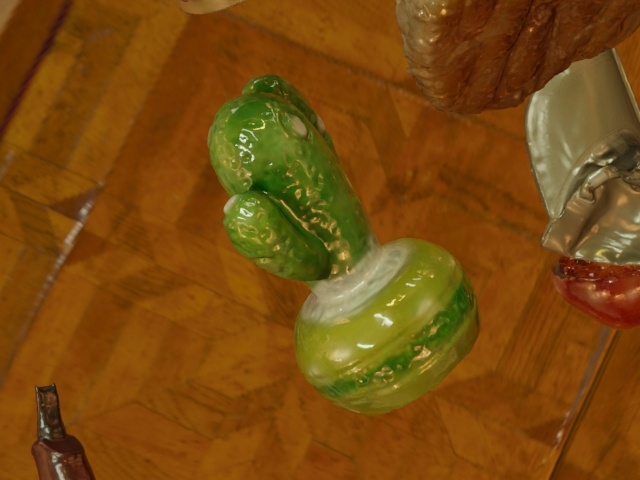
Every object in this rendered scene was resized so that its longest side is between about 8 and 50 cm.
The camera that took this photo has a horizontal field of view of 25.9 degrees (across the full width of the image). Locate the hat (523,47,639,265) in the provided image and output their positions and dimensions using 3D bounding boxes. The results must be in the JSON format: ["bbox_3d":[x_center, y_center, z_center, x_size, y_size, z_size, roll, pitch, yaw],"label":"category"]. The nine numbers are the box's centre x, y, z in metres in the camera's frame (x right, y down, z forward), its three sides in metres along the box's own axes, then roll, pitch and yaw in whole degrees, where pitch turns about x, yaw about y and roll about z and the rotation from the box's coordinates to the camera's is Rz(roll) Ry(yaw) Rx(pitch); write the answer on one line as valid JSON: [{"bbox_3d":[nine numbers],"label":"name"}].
[{"bbox_3d":[0.276,-0.080,1.246,0.144,0.166,0.173,23,62,-23],"label":"hat"}]

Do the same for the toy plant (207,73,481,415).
[{"bbox_3d":[0.000,0.000,1.296,0.184,0.224,0.316,-28,107,27],"label":"toy plant"}]

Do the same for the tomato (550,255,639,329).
[{"bbox_3d":[0.335,0.056,1.564,0.166,0.174,0.082,2,103,39],"label":"tomato"}]

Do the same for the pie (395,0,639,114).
[{"bbox_3d":[0.122,-0.140,0.742,0.195,0.195,0.046,-35,61,0],"label":"pie"}]

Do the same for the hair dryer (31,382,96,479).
[{"bbox_3d":[-0.177,0.277,1.202,0.312,0.123,0.340,-25,78,47],"label":"hair dryer"}]

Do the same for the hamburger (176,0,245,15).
[{"bbox_3d":[-0.090,-0.286,1.174,0.175,0.175,0.137,-27,120,2],"label":"hamburger"}]
